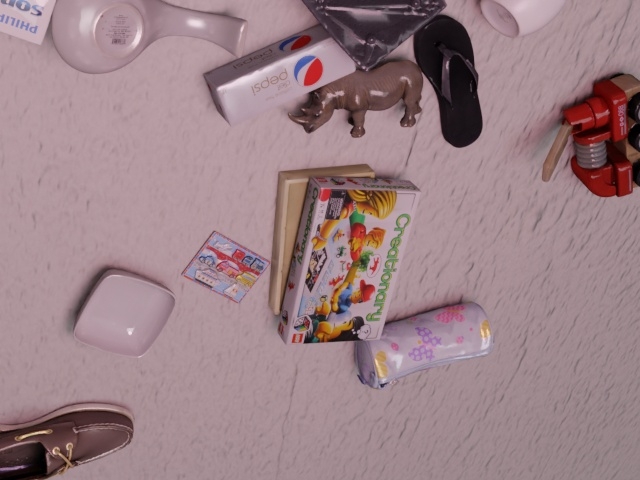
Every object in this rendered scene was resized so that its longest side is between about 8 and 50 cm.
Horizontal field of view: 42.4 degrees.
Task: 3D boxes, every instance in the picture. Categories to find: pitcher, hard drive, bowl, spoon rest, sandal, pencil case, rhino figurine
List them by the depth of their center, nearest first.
[{"bbox_3d":[-0.234,-0.289,1.118,0.276,0.084,0.137,-6,121,-41],"label":"spoon rest"},{"bbox_3d":[0.043,-0.388,1.181,0.172,0.054,0.255,-39,101,0],"label":"hard drive"},{"bbox_3d":[0.336,-0.444,1.313,0.178,0.125,0.207,45,83,-17],"label":"pitcher"},{"bbox_3d":[0.060,-0.227,1.326,0.243,0.073,0.106,-14,127,-16],"label":"rhino figurine"},{"bbox_3d":[-0.322,0.114,1.355,0.142,0.053,0.142,25,106,-33],"label":"bowl"},{"bbox_3d":[0.231,-0.267,1.394,0.097,0.054,0.254,-32,127,-6],"label":"sandal"},{"bbox_3d":[0.201,0.203,1.612,0.273,0.124,0.114,-14,123,-19],"label":"pencil case"}]

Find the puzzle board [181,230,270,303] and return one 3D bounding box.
[{"bbox_3d":[-0.160,0.049,1.420,0.128,0.011,0.096,31,101,-35],"label":"puzzle board"}]

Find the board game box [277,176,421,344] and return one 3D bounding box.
[{"bbox_3d":[0.046,0.039,1.439,0.192,0.053,0.305,0,118,-26],"label":"board game box"}]

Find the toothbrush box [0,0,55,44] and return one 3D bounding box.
[{"bbox_3d":[-0.394,-0.414,0.968,0.216,0.126,0.296,16,112,-32],"label":"toothbrush box"}]

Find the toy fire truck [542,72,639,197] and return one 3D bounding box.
[{"bbox_3d":[0.506,-0.166,1.539,0.246,0.158,0.217,-18,125,-1],"label":"toy fire truck"}]

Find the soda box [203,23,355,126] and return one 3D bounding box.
[{"bbox_3d":[-0.060,-0.254,1.250,0.216,0.074,0.069,-26,125,-10],"label":"soda box"}]

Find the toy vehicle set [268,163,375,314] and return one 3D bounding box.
[{"bbox_3d":[0.000,0.000,1.451,0.166,0.035,0.267,-6,120,-22],"label":"toy vehicle set"}]

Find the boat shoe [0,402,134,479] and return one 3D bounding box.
[{"bbox_3d":[-0.471,0.357,1.398,0.324,0.097,0.117,-4,119,-23],"label":"boat shoe"}]
